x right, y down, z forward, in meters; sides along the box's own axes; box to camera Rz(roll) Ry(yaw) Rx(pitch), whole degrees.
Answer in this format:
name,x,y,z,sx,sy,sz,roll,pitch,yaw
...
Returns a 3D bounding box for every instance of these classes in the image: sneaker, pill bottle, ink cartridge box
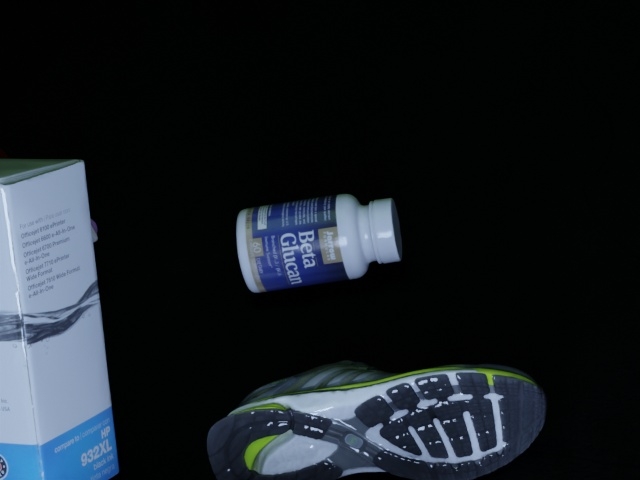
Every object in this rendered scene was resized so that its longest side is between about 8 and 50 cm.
name,x,y,z,sx,sy,sz,roll,pitch,yaw
sneaker,0.052,0.148,1.527,0.300,0.111,0.121,-6,23,10
pill bottle,0.000,0.000,1.856,0.169,0.094,0.094,-9,26,9
ink cartridge box,-0.323,0.082,1.576,0.223,0.307,0.129,2,14,28

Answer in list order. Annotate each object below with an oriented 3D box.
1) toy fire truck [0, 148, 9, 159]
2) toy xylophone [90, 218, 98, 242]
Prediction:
name,x,y,z,sx,sy,sz,roll,pitch,yaw
toy fire truck,-0.512,-0.055,2.021,0.302,0.254,0.169,-23,28,-20
toy xylophone,-0.396,0.005,1.874,0.322,0.081,0.236,-18,4,-27
